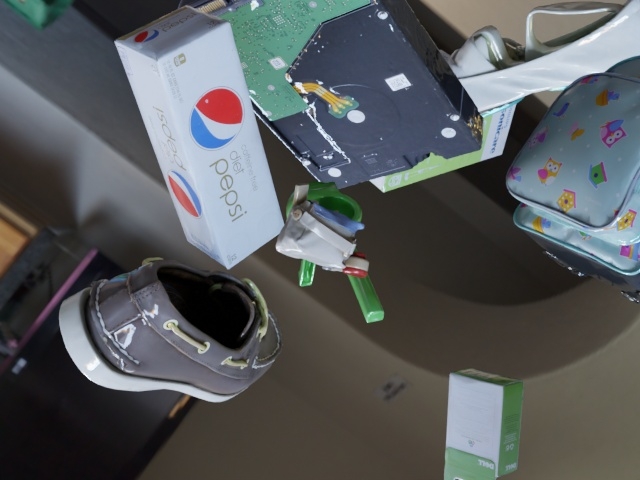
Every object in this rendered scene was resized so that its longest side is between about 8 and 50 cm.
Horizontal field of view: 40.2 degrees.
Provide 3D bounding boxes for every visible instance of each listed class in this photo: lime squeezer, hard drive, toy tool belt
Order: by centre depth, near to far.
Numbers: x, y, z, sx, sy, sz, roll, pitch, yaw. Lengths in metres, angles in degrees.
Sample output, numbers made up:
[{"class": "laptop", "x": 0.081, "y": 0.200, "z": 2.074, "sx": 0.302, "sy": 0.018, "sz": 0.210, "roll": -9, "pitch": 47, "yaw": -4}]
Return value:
[{"class": "toy tool belt", "x": 0.008, "y": -0.007, "z": 0.639, "sx": 0.052, "sy": 0.083, "sz": 0.051, "roll": 1, "pitch": -105, "yaw": 49}, {"class": "lime squeezer", "x": 0.000, "y": 0.000, "z": 0.794, "sx": 0.310, "sy": 0.059, "sz": 0.109, "roll": -167, "pitch": -94, "yaw": -78}, {"class": "hard drive", "x": 0.020, "y": -0.203, "z": 1.053, "sx": 0.237, "sy": 0.339, "sz": 0.064, "roll": -14, "pitch": -130, "yaw": 32}]

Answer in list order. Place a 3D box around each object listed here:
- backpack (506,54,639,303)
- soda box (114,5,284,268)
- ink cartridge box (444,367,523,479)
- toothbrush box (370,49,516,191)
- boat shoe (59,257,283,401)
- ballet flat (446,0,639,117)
[{"class": "backpack", "x": 0.262, "y": -0.064, "z": 0.723, "sx": 0.188, "sy": 0.144, "sz": 0.166, "roll": -53, "pitch": -147, "yaw": -2}, {"class": "soda box", "x": -0.098, "y": -0.085, "z": 0.754, "sx": 0.074, "sy": 0.216, "sz": 0.069, "roll": -35, "pitch": -136, "yaw": -25}, {"class": "ink cartridge box", "x": 0.270, "y": 0.327, "z": 1.456, "sx": 0.109, "sy": 0.062, "sz": 0.209, "roll": 8, "pitch": -83, "yaw": 45}, {"class": "toothbrush box", "x": 0.164, "y": -0.216, "z": 1.527, "sx": 0.283, "sy": 0.206, "sz": 0.122, "roll": -17, "pitch": 134, "yaw": -31}, {"class": "boat shoe", "x": -0.105, "y": 0.081, "z": 0.827, "sx": 0.097, "sy": 0.116, "sz": 0.324, "roll": -30, "pitch": 160, "yaw": 16}, {"class": "ballet flat", "x": 0.294, "y": -0.264, "z": 1.258, "sx": 0.400, "sy": 0.139, "sz": 0.139, "roll": -10, "pitch": -145, "yaw": 33}]
